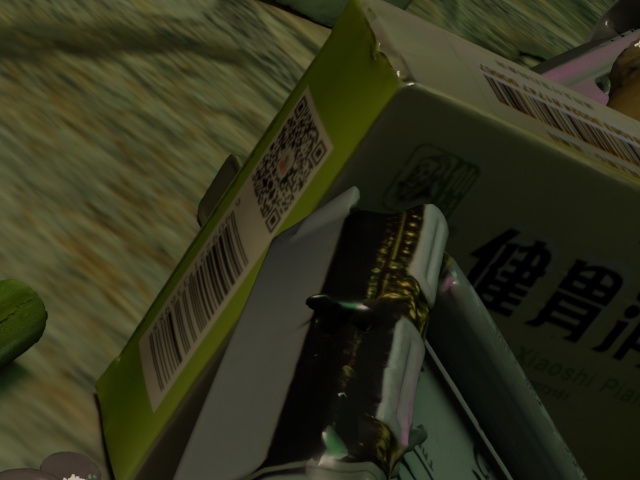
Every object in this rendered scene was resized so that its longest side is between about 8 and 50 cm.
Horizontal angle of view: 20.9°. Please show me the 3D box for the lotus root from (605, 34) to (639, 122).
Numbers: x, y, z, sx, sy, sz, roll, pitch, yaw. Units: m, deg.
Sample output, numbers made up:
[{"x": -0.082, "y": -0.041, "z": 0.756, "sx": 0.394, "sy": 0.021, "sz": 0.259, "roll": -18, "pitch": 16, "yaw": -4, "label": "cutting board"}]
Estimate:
[{"x": 0.219, "y": 0.031, "z": 0.795, "sx": 0.131, "sy": 0.146, "sz": 0.303, "roll": 68, "pitch": -2, "yaw": -82, "label": "lotus root"}]

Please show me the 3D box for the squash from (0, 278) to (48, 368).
[{"x": -0.118, "y": 0.038, "z": 0.552, "sx": 0.027, "sy": 0.027, "sz": 0.083, "roll": 38, "pitch": 25, "yaw": 5, "label": "squash"}]

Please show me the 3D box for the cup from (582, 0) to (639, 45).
[{"x": 0.238, "y": -0.083, "z": 1.157, "sx": 0.133, "sy": 0.136, "sz": 0.099, "roll": 26, "pitch": -16, "yaw": -19, "label": "cup"}]

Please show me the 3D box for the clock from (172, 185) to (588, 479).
[{"x": 0.044, "y": 0.126, "z": 0.464, "sx": 0.253, "sy": 0.083, "sz": 0.186, "roll": 58, "pitch": 20, "yaw": -16, "label": "clock"}]

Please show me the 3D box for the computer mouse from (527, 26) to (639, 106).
[{"x": 0.157, "y": -0.039, "z": 0.969, "sx": 0.158, "sy": 0.072, "sz": 0.310, "roll": 45, "pitch": 34, "yaw": 12, "label": "computer mouse"}]

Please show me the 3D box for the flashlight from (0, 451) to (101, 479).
[{"x": -0.079, "y": 0.104, "z": 0.481, "sx": 0.052, "sy": 0.031, "sz": 0.110, "roll": -3, "pitch": 43, "yaw": -18, "label": "flashlight"}]

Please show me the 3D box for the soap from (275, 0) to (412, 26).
[{"x": -0.014, "y": -0.211, "z": 1.079, "sx": 0.115, "sy": 0.063, "sz": 0.198, "roll": 19, "pitch": 29, "yaw": -34, "label": "soap"}]

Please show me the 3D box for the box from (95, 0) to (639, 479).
[{"x": 0.076, "y": 0.042, "z": 0.612, "sx": 0.260, "sy": 0.175, "sz": 0.062, "roll": 21, "pitch": 27, "yaw": -29, "label": "box"}]

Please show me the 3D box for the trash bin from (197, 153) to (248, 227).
[{"x": 0.000, "y": 0.000, "z": 0.749, "sx": 0.092, "sy": 0.043, "sz": 0.061, "roll": 16, "pitch": 31, "yaw": -34, "label": "trash bin"}]
